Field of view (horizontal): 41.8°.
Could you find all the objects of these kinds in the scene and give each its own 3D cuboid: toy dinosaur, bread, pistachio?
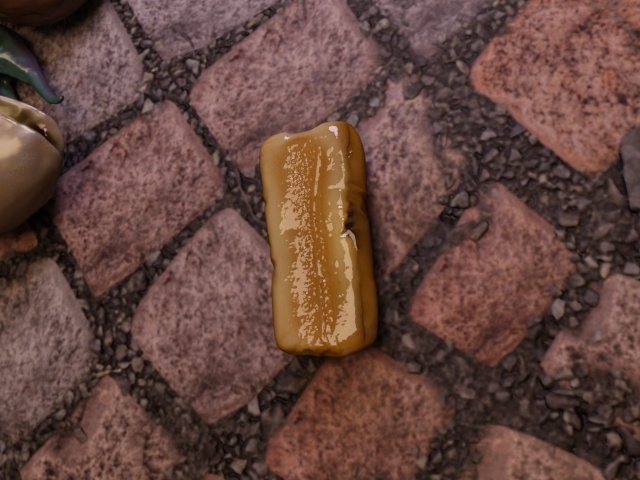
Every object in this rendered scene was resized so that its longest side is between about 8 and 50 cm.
[{"bbox_3d":[-0.542,-0.342,1.327,0.383,0.129,0.331,-3,67,16],"label":"toy dinosaur"},{"bbox_3d":[0.000,0.000,1.061,0.142,0.091,0.305,-11,74,23],"label":"bread"},{"bbox_3d":[-0.509,-0.110,1.193,0.331,0.208,0.226,0,122,13],"label":"pistachio"}]

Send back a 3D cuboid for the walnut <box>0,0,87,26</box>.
[{"bbox_3d":[-0.443,-0.463,1.245,0.273,0.227,0.273,-5,70,15],"label":"walnut"}]
